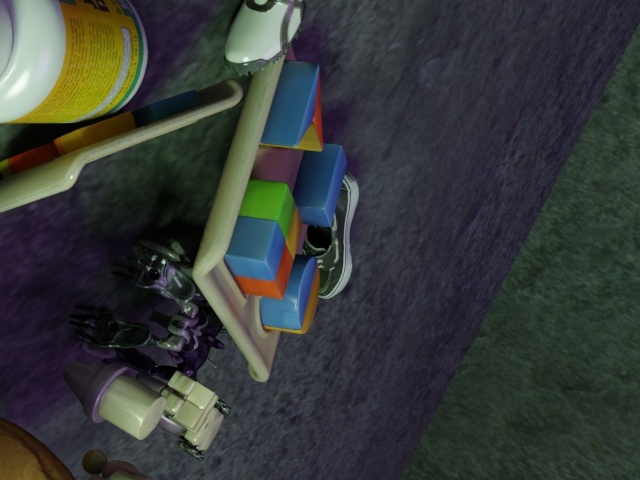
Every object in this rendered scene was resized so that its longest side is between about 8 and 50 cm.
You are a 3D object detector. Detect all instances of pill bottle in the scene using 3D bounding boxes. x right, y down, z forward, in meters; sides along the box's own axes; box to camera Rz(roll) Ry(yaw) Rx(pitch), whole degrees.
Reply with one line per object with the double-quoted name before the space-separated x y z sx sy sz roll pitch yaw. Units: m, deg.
"pill bottle" -0.218 -0.143 0.758 0.118 0.117 0.208 -61 169 13

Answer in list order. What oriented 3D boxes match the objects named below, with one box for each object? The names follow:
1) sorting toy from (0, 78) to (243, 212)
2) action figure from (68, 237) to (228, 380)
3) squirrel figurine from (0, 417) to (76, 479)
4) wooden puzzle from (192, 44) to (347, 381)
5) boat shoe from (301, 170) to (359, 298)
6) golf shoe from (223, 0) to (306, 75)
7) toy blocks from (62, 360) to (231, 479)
"sorting toy" -0.194 -0.084 0.911 0.208 0.193 0.038 -35 107 -44
"action figure" -0.179 0.079 1.171 0.164 0.140 0.276 -59 166 -8
"squirrel figurine" -0.338 0.269 0.673 0.281 0.396 0.371 96 9 -64
"wooden puzzle" -0.038 -0.036 1.201 0.348 0.080 0.322 78 24 -63
"boat shoe" 0.000 0.000 1.505 0.070 0.077 0.219 -35 142 -42
"golf shoe" -0.047 -0.262 1.062 0.198 0.077 0.094 -58 148 -11
"toy blocks" -0.289 0.206 0.984 0.309 0.260 0.289 -59 165 -16
